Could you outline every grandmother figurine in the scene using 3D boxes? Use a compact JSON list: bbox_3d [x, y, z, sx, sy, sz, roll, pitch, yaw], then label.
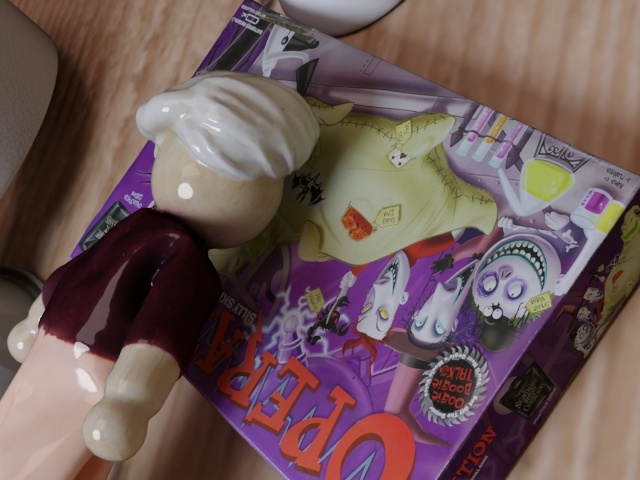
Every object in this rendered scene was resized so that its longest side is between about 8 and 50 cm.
[{"bbox_3d":[-0.113,0.060,0.601,0.208,0.104,0.342,20,75,52],"label":"grandmother figurine"}]

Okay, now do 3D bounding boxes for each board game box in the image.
[{"bbox_3d":[0.000,0.000,0.643,0.347,0.056,0.208,34,94,49],"label":"board game box"}]

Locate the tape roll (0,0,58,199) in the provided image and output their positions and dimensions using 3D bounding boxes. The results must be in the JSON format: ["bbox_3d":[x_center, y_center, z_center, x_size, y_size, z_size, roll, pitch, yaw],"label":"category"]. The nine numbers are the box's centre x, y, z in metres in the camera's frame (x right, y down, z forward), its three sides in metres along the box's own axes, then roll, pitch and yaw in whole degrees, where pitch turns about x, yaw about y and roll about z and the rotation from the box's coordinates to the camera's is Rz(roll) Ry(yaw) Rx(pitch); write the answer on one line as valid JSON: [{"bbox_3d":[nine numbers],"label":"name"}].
[{"bbox_3d":[-0.363,-0.038,0.934,0.392,0.072,0.392,-32,34,26],"label":"tape roll"}]

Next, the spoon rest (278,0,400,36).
[{"bbox_3d":[0.025,-0.262,0.777,0.137,0.084,0.276,-12,70,40],"label":"spoon rest"}]

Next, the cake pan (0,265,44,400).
[{"bbox_3d":[-0.293,0.142,0.820,0.293,0.054,0.293,-23,51,32],"label":"cake pan"}]
